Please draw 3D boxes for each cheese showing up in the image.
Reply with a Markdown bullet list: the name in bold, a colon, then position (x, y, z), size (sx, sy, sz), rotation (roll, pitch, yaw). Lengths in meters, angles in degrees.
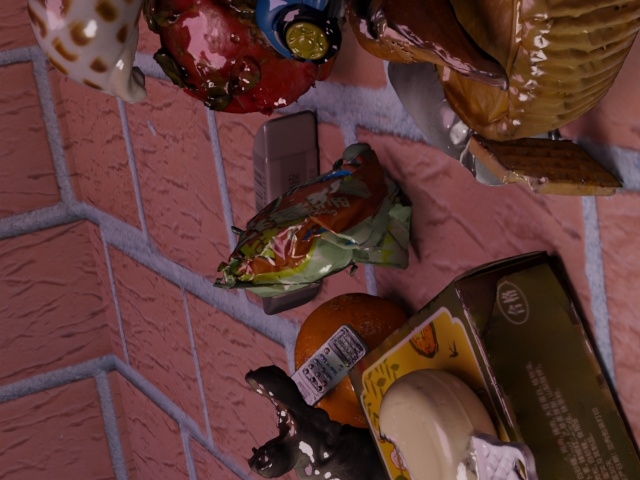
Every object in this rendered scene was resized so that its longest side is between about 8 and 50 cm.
- **cheese**: position (0.141, 0.198, 1.473), size (0.163, 0.070, 0.249), rotation (70, 156, 12)

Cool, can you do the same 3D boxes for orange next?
- **orange**: position (0.045, 0.164, 1.936), size (0.193, 0.161, 0.193), rotation (177, 90, -68)

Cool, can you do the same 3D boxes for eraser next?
- **eraser**: position (-0.050, -0.035, 2.141), size (0.061, 0.089, 0.352), rotation (42, 142, 51)

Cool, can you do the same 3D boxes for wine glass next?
- **wine glass**: position (0.153, -0.148, 1.531), size (0.204, 0.111, 0.111), rotation (53, 149, 43)

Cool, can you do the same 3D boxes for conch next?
- **conch**: position (-0.299, -0.309, 1.834), size (0.183, 0.148, 0.275), rotation (-142, 48, -73)
- **conch**: position (0.094, -0.201, 1.329), size (0.086, 0.080, 0.232), rotation (36, 171, -33)

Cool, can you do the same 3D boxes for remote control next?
- **remote control**: position (0.010, 0.162, 1.845), size (0.124, 0.018, 0.053), rotation (-45, 72, 22)

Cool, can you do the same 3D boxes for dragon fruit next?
- **dragon fruit**: position (-0.106, -0.320, 1.881), size (0.250, 0.269, 0.291), rotation (33, 138, 47)

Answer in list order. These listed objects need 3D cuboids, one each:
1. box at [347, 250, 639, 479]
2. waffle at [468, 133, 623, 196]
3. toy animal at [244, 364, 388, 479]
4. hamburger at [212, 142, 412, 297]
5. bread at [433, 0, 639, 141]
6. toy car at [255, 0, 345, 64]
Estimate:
- **box**: position (0.211, 0.268, 1.626), size (0.420, 0.138, 0.373), rotation (69, 158, 13)
- **waffle**: position (0.217, -0.073, 1.392), size (0.092, 0.135, 0.021), rotation (52, 133, 45)
- **toy animal**: position (0.034, 0.291, 1.818), size (0.106, 0.343, 0.168), rotation (-7, 58, 60)
- **hamburger**: position (0.007, -0.001, 1.891), size (0.150, 0.260, 0.276), rotation (56, -162, -15)
- **bread**: position (0.196, -0.222, 1.343), size (0.227, 0.142, 0.253), rotation (60, 157, 31)
- **toy car**: position (-0.018, -0.351, 1.661), size (0.314, 0.166, 0.198), rotation (103, -171, -49)
